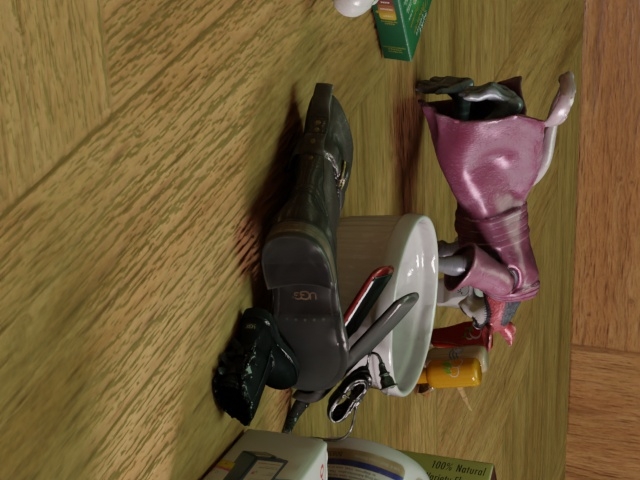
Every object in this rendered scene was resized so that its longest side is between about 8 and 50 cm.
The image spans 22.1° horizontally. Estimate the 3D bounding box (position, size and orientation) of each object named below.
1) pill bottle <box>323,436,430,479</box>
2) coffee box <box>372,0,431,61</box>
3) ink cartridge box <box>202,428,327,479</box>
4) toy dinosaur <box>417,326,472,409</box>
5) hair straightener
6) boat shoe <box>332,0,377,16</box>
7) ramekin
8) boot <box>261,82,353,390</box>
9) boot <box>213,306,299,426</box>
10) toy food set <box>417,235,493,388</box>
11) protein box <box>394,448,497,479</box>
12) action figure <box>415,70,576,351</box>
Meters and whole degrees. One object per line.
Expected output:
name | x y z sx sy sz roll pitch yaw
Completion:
pill bottle | 0.019 0.358 1.762 0.153 0.153 0.264 72 30 -54
coffee box | 0.091 -0.311 1.933 0.184 0.040 0.113 71 31 -55
ink cartridge box | -0.065 0.293 1.564 0.212 0.093 0.154 -42 137 -63
toy dinosaur | 0.186 0.193 2.438 0.211 0.064 0.112 8 107 -64
hair straightener | 0.034 0.138 1.728 0.230 0.089 0.047 -54 157 21
boat shoe | 0.049 -0.333 1.739 0.084 0.095 0.258 -58 -171 41
ramekin | 0.056 0.068 1.848 0.207 0.109 0.207 6 90 -73
boot | 0.000 0.000 1.687 0.229 0.091 0.263 -77 171 -46
boot | -0.062 0.135 1.596 0.121 0.045 0.099 68 30 -44
toy food set | 0.183 0.108 2.331 0.111 0.104 0.232 52 37 -60
protein box | 0.094 0.366 1.930 0.136 0.200 0.201 75 27 -52
action figure | 0.233 -0.036 2.155 0.248 0.276 0.370 -54 133 -69
